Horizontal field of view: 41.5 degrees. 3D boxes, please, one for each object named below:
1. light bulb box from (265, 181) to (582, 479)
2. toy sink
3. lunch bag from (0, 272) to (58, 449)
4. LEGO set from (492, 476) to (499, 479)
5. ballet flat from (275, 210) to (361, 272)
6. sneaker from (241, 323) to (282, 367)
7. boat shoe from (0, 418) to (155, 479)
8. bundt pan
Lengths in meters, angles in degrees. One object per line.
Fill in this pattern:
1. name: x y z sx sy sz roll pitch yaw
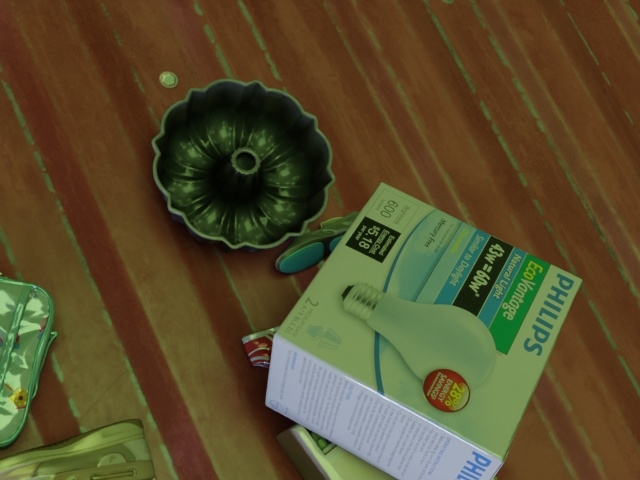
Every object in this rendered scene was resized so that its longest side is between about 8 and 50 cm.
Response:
1. light bulb box: 0.159 0.161 1.325 0.361 0.225 0.358 26 55 12
2. toy sink: 0.056 0.377 1.411 0.131 0.153 0.234 -34 83 -24
3. lunch bag: -0.540 0.181 1.325 0.224 0.108 0.279 13 69 -12
4. LEGO set: 0.296 0.457 1.524 0.054 0.023 0.083 24 67 -7
5. ballet flat: 0.000 0.000 1.580 0.213 0.072 0.068 -20 51 -22
6. sneaker: -0.074 0.186 1.497 0.118 0.042 0.067 -16 73 -13
7. boat shoe: -0.423 0.374 1.286 0.341 0.121 0.110 -15 76 -22
8. bundt pan: -0.148 -0.121 1.537 0.331 0.124 0.331 6 70 -15
